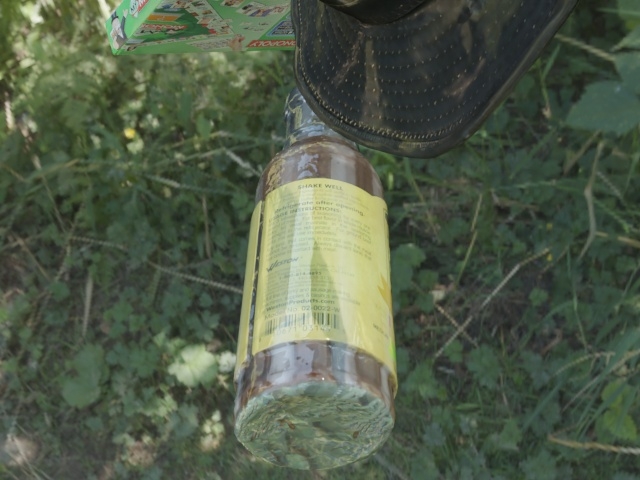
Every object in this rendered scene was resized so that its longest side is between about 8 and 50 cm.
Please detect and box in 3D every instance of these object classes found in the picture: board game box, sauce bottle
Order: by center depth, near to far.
[{"bbox_3d":[0.000,0.000,0.666,0.111,0.111,0.344,-3,47,7],"label":"sauce bottle"},{"bbox_3d":[-0.070,-0.292,1.047,0.317,0.213,0.046,-12,82,-38],"label":"board game box"}]

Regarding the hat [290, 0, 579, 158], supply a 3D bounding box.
[{"bbox_3d":[0.012,-0.202,0.408,0.134,0.331,0.331,1,48,-29],"label":"hat"}]
